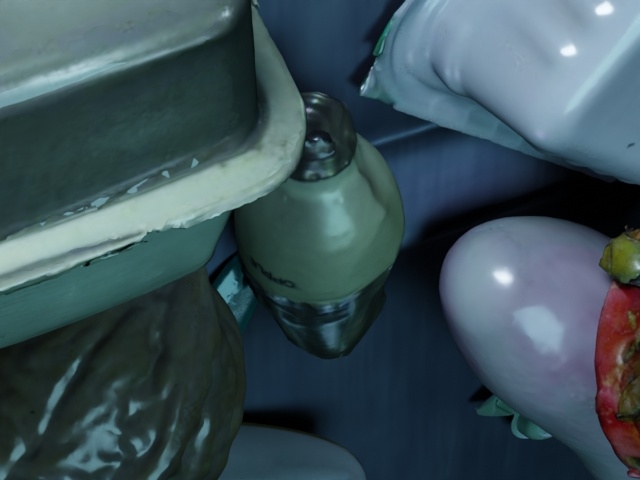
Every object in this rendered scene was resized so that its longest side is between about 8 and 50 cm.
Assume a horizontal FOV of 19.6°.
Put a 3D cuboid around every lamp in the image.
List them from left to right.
[{"bbox_3d":[0.000,0.000,1.067,0.101,0.101,0.250,-26,149,-14],"label":"lamp"}]

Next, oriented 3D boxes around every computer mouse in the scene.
[{"bbox_3d":[-0.081,0.181,1.247,0.245,0.056,0.126,5,124,-36],"label":"computer mouse"}]

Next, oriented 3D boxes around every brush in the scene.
[{"bbox_3d":[-0.078,0.094,1.135,0.043,0.032,0.193,20,105,-39],"label":"brush"}]

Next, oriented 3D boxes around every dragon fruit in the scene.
[{"bbox_3d":[0.296,0.084,1.184,0.282,0.147,0.211,48,60,-34],"label":"dragon fruit"}]

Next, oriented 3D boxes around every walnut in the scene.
[{"bbox_3d":[-0.133,0.098,1.019,0.178,0.178,0.230,18,114,-50],"label":"walnut"}]

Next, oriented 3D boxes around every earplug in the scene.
[{"bbox_3d":[0.183,0.066,1.269,0.172,0.172,0.301,-44,140,12],"label":"earplug"}]

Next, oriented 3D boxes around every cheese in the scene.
[{"bbox_3d":[0.170,0.127,1.435,0.067,0.026,0.121,-45,145,13],"label":"cheese"}]

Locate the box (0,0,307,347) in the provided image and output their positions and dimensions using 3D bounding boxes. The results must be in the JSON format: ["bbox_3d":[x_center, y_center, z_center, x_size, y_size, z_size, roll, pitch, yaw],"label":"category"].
[{"bbox_3d":[-0.152,-0.100,0.644,0.221,0.290,0.166,-20,155,-21],"label":"box"}]

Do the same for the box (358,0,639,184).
[{"bbox_3d":[0.215,-0.124,1.098,0.337,0.106,0.264,12,124,-49],"label":"box"}]
